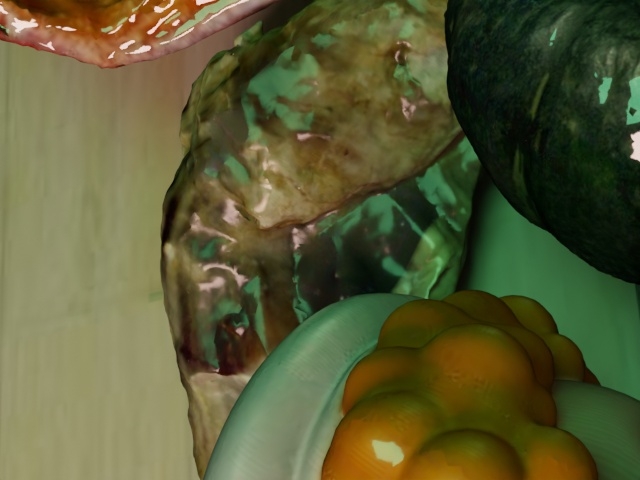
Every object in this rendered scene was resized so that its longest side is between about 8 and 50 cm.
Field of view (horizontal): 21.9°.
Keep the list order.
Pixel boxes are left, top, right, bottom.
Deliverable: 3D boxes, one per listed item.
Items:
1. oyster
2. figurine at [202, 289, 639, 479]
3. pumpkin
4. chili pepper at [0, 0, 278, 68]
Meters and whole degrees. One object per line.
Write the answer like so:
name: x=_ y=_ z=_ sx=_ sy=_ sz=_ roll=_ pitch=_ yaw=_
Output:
oyster: x=0.004 y=-0.001 z=0.718 sx=0.166 sy=0.094 sz=0.294 roll=3 pitch=78 yaw=21
figurine: x=0.116 y=0.171 z=0.503 sx=0.382 sy=0.224 sz=0.205 roll=34 pitch=92 yaw=34
pumpkin: x=0.149 y=-0.084 z=0.620 sx=0.211 sy=0.152 sz=0.212 roll=-5 pitch=57 yaw=8
chili pepper: x=-0.123 y=-0.240 z=0.773 sx=0.251 sy=0.229 sz=0.305 roll=-25 pitch=45 yaw=0
